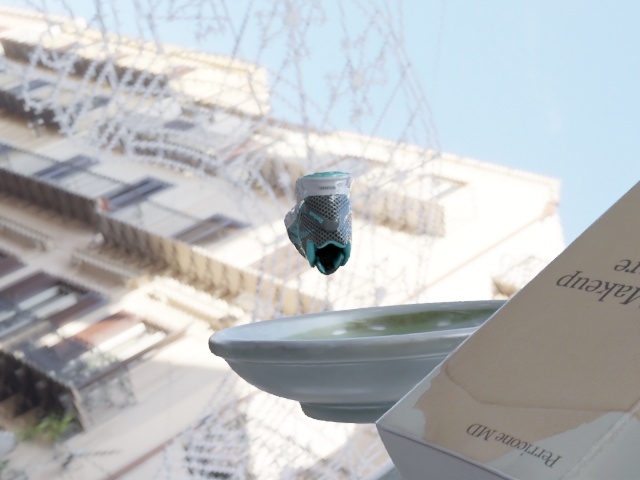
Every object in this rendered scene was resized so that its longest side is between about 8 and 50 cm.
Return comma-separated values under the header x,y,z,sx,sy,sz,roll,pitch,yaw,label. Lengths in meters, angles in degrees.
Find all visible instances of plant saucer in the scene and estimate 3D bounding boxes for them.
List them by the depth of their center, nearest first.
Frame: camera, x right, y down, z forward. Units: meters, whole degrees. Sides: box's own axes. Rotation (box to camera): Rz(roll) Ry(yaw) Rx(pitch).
x,y,z,sx,sy,sz,roll,pitch,yaw,label
0.080,0.131,1.259,0.400,0.400,0.101,-3,-89,50,plant saucer

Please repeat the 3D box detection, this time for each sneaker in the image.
x,y,z,sx,sy,sz,roll,pitch,yaw,label
0.000,0.000,1.062,0.166,0.065,0.076,90,-5,-70,sneaker

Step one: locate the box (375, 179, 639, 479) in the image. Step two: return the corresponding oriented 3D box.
x,y,z,sx,sy,sz,roll,pitch,yaw,label
0.198,0.065,0.647,0.148,0.311,0.121,10,-46,55,box
